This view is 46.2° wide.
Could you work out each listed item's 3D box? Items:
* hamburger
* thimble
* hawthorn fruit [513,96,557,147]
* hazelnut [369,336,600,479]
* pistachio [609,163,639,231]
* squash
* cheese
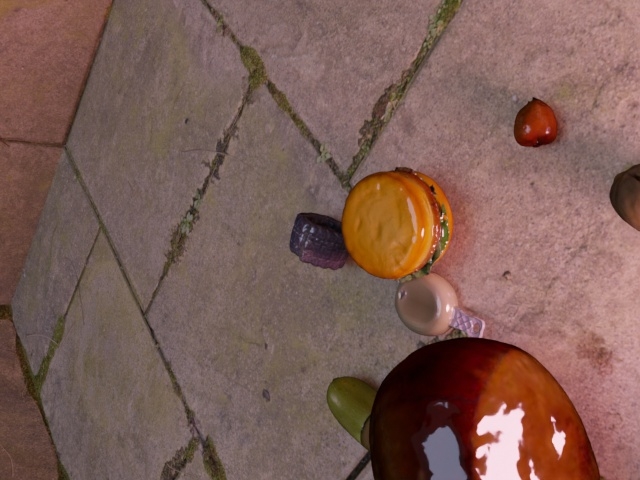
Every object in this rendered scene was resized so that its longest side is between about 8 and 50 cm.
[{"bbox_3d":[0.173,-0.033,1.581,0.246,0.170,0.246,10,104,43],"label":"hamburger"},{"bbox_3d":[0.002,0.000,1.799,0.150,0.150,0.098,37,113,44],"label":"thimble"},{"bbox_3d":[0.398,-0.222,1.396,0.081,0.081,0.093,-14,76,48],"label":"hawthorn fruit"},{"bbox_3d":[0.282,0.380,1.308,0.402,0.402,0.429,-36,70,43],"label":"hazelnut"},{"bbox_3d":[0.547,-0.059,1.194,0.185,0.124,0.124,48,124,31],"label":"pistachio"},{"bbox_3d":[0.081,0.379,1.719,0.186,0.123,0.123,35,115,43],"label":"squash"},{"bbox_3d":[0.252,0.147,1.567,0.227,0.064,0.137,25,110,46],"label":"cheese"}]
